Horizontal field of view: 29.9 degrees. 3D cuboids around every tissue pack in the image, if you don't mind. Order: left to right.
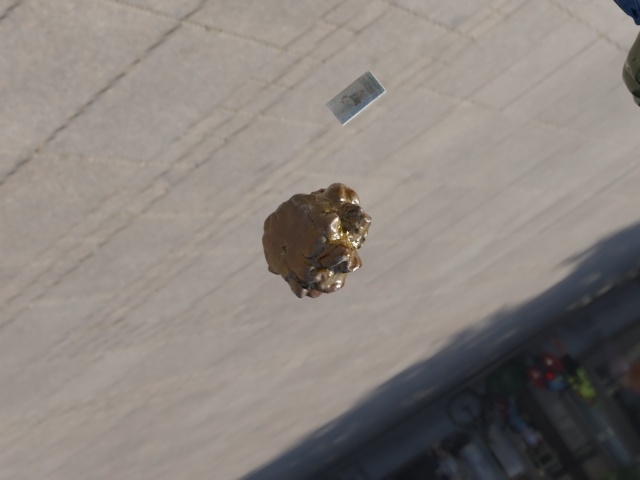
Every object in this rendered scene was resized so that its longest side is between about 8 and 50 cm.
[{"bbox_3d":[0.068,-0.273,2.286,0.108,0.056,0.023,-39,175,2],"label":"tissue pack"}]

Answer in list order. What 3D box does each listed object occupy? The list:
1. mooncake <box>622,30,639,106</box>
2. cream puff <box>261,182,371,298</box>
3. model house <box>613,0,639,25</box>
[{"bbox_3d":[0.681,-0.268,1.975,0.187,0.351,0.351,-60,168,-6],"label":"mooncake"},{"bbox_3d":[0.000,0.000,1.226,0.094,0.122,0.116,8,177,-44],"label":"cream puff"},{"bbox_3d":[0.405,-0.190,0.881,0.303,0.237,0.215,-46,-153,-14],"label":"model house"}]
